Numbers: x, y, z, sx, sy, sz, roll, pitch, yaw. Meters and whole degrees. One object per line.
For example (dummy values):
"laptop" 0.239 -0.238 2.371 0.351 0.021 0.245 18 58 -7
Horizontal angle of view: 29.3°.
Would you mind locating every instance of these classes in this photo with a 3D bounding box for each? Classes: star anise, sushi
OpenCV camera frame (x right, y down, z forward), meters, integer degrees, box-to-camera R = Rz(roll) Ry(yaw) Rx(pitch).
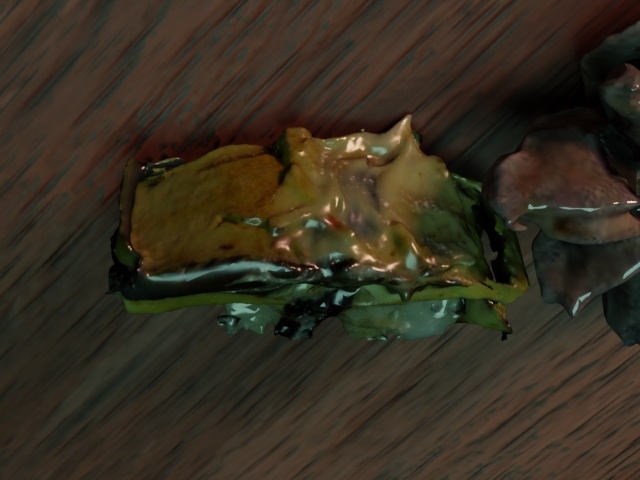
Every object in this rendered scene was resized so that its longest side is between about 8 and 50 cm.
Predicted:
"star anise" 0.260 -0.070 0.831 0.359 0.139 0.316 -9 135 -23
"sushi" 0.002 -0.004 0.836 0.291 0.139 0.131 2 145 -10
